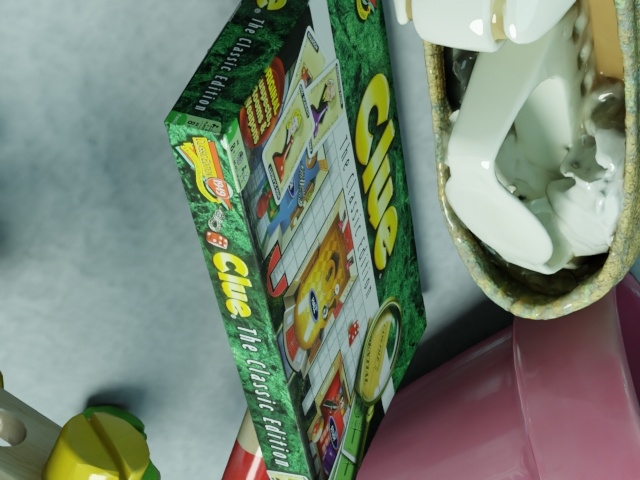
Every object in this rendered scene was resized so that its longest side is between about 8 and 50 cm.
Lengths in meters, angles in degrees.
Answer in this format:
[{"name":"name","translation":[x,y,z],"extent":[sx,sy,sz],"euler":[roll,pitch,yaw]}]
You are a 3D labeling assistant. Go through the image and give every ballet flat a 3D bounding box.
[{"name":"ballet flat","translation":[0.078,-0.088,0.622],"extent":[0.123,0.123,0.349],"euler":[-23,141,-3]}]

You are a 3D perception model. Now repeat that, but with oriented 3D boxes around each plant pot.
[{"name":"plant pot","translation":[0.102,0.134,0.828],"extent":[0.180,0.201,0.201],"euler":[-21,140,19]}]

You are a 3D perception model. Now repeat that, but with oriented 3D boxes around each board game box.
[{"name":"board game box","translation":[0.000,0.000,0.686],"extent":[0.030,0.136,0.260],"euler":[10,141,19]}]

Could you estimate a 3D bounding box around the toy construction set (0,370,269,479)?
[{"name":"toy construction set","translation":[-0.124,0.075,0.655],"extent":[0.308,0.257,0.237],"euler":[-7,126,-48]}]
